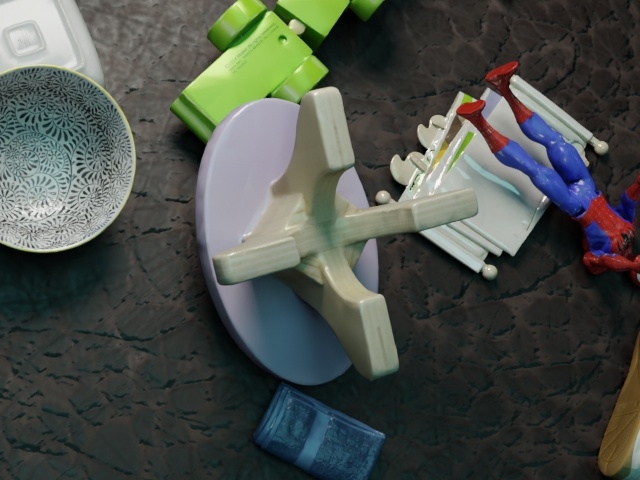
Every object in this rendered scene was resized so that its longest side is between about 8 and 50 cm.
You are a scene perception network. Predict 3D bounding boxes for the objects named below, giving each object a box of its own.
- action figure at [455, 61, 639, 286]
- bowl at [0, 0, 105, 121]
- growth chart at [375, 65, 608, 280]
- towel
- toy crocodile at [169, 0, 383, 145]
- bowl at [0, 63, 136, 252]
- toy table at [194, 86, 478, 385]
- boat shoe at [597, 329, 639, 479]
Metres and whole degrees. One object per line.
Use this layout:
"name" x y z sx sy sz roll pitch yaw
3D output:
"action figure" 0.274 -0.055 1.314 0.280 0.139 0.091 48 70 -17
"bowl" -0.285 -0.183 1.253 0.142 0.053 0.142 -20 83 -19
"growth chart" 0.179 -0.077 1.372 0.172 0.021 0.237 42 68 -1
"towel" -0.001 0.190 1.241 0.119 0.029 0.067 28 70 -7
"toy crocodile" -0.019 -0.225 1.323 0.115 0.105 0.340 40 73 -2
"bowl" -0.262 -0.073 1.205 0.170 0.080 0.170 0 89 -21
"toy table" 0.000 0.000 1.185 0.252 0.161 0.274 -28 101 -23
"boat shoe" 0.376 0.131 1.333 0.096 0.098 0.277 27 79 -8
